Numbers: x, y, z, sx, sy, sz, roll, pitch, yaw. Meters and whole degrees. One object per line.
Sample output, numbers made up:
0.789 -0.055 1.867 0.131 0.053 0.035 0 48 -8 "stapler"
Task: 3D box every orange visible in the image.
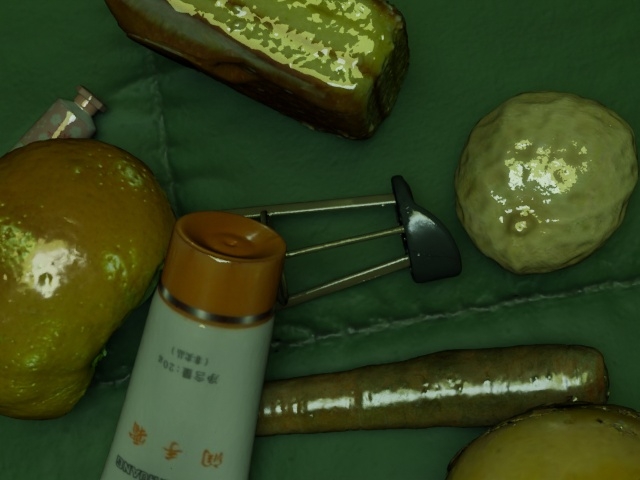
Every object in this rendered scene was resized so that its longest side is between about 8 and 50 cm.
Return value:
-0.225 0.028 0.932 0.237 0.158 0.179 -47 64 11 "orange"

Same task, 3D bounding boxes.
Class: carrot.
0.062 0.126 0.971 0.342 0.070 0.070 -6 81 8 "carrot"

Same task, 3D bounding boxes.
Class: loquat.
0.191 0.229 0.864 0.235 0.235 0.235 0 81 3 "loquat"

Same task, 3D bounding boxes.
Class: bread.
-0.050 -0.168 0.958 0.234 0.184 0.110 26 87 8 "bread"

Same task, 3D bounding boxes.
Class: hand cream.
-0.106 0.130 0.926 0.140 0.089 0.314 14 116 7 "hand cream"
-0.265 -0.048 1.025 0.067 0.043 0.209 41 91 1 "hand cream"

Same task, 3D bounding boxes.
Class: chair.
0.000 0.001 0.979 0.222 0.104 0.095 -9 64 4 "chair"

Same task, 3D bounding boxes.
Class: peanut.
0.182 -0.047 0.965 0.141 0.109 0.159 18 78 20 "peanut"
